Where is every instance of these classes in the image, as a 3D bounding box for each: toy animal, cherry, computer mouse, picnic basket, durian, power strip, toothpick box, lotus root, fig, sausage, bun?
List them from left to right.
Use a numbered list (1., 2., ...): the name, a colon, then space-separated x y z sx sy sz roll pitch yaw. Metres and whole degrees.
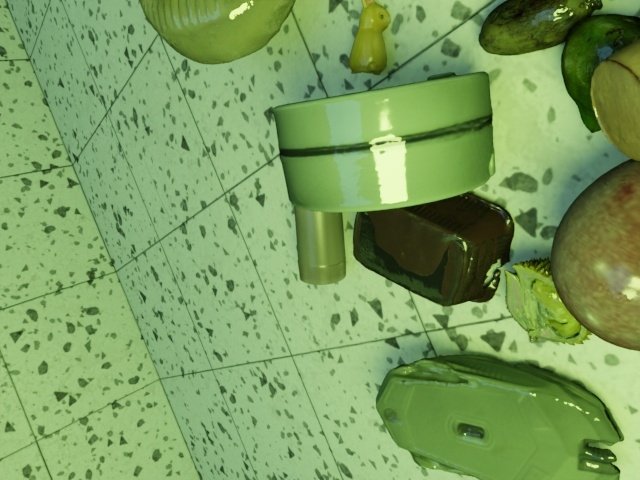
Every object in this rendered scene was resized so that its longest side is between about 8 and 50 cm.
1. bun: -0.188 -0.507 1.026 0.361 0.234 0.326 -17 68 22
2. toothpick box: 0.000 0.000 1.147 0.111 0.111 0.181 13 114 43
3. toy animal: 0.092 -0.385 0.925 0.083 0.070 0.159 -121 34 -79
4. power strip: 0.088 -0.162 0.813 0.357 0.357 0.162 6 113 45
5. picnic basket: 0.183 0.004 0.944 0.296 0.129 0.223 28 126 37
6. computer mouse: 0.310 0.322 0.939 0.428 0.145 0.228 5 103 32
7. lotus root: 0.300 -0.313 0.719 0.179 0.089 0.080 -1 145 48
8. durian: 0.373 0.107 0.823 0.146 0.102 0.208 36 152 34
9. fig: 0.371 -0.213 0.672 0.123 0.123 0.156 38 142 29
10. cherry: 0.416 0.019 0.615 0.261 0.307 0.221 -35 51 11
11. sausage: 0.431 -0.198 0.538 0.252 0.123 0.123 -29 83 7
